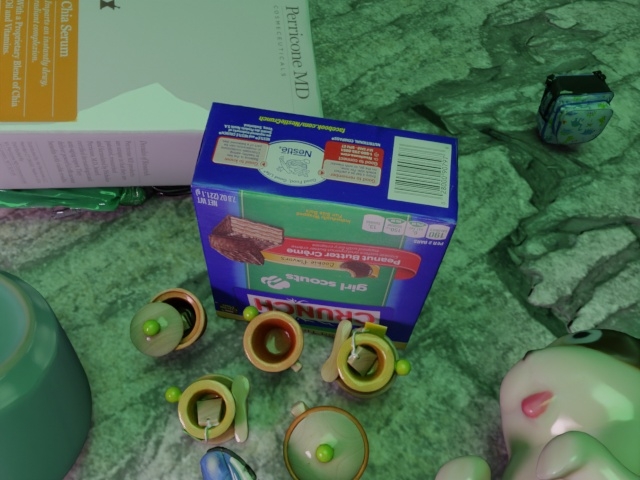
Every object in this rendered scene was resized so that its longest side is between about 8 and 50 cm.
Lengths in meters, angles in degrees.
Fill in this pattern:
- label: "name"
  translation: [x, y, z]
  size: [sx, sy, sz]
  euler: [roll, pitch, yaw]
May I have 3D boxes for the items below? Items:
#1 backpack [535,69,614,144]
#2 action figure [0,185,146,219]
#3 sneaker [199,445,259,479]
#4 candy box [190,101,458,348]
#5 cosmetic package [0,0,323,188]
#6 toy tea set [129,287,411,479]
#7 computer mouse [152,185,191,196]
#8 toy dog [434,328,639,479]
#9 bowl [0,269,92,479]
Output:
- label: "backpack"
  translation: [0.404, -0.202, 1.073]
  size: [0.105, 0.114, 0.084]
  euler: [-6, 60, -5]
- label: "action figure"
  translation: [-0.370, -0.079, 0.969]
  size: [0.232, 0.063, 0.137]
  euler: [8, 57, -3]
- label: "sneaker"
  translation: [-0.104, 0.375, 0.664]
  size: [0.147, 0.129, 0.330]
  euler: [-6, 67, -4]
- label: "candy box"
  translation: [0.000, 0.000, 0.800]
  size: [0.268, 0.317, 0.122]
  euler: [9, 60, 2]
- label: "cosmetic package"
  translation: [-0.238, -0.207, 0.929]
  size: [0.453, 0.161, 0.230]
  euler: [-3, 70, -13]
- label: "toy tea set"
  translation: [-0.070, 0.164, 0.777]
  size: [0.336, 0.124, 0.200]
  euler: [13, 81, 5]
- label: "computer mouse"
  translation: [-0.197, -0.176, 1.047]
  size: [0.184, 0.060, 0.262]
  euler: [-5, 71, -12]
- label: "toy dog"
  translation: [0.313, 0.282, 0.676]
  size: [0.396, 0.284, 0.407]
  euler: [12, 54, -23]
- label: "bowl"
  translation: [-0.401, 0.141, 0.716]
  size: [0.312, 0.163, 0.311]
  euler: [13, 40, -11]
